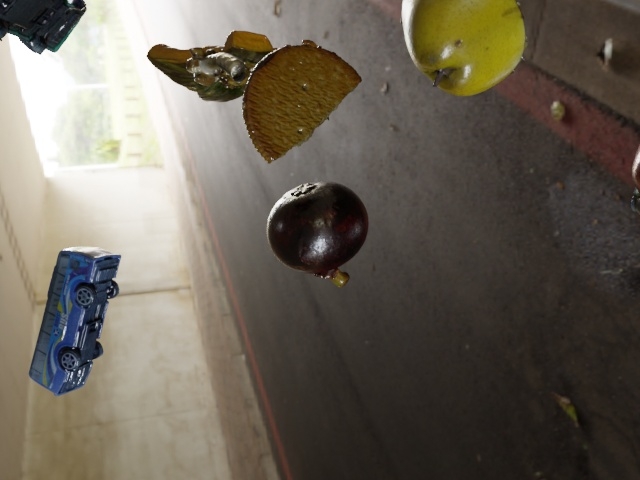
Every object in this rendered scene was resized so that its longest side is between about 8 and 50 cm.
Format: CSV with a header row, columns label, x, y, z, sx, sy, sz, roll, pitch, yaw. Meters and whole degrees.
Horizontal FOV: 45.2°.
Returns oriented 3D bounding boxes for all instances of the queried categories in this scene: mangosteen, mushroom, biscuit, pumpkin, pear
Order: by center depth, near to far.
label,x,y,z,sx,sy,sz,roll,pitch,yaw
biscuit,-0.039,-0.207,1.078,0.126,0.206,0.025,48,154,-9
mushroom,-0.163,-0.272,1.206,0.187,0.061,0.060,25,110,61
pear,0.246,-0.374,1.446,0.178,0.266,0.267,-51,-25,-46
pumpkin,-0.165,-0.363,1.576,0.258,0.290,0.095,16,-117,-71
mangosteen,0.000,0.000,1.732,0.235,0.235,0.262,-132,21,-67

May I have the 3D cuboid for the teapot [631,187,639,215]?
label,x,y,z,sx,sy,sz,roll,pitch,yaw
teapot,0.703,-0.085,1.654,0.057,0.066,0.088,22,138,47

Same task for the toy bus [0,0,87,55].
label,x,y,z,sx,sy,sz,roll,pitch,yaw
toy bus,-0.345,-0.277,0.857,0.091,0.109,0.262,-51,4,3

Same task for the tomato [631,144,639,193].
label,x,y,z,sx,sy,sz,roll,pitch,yaw
tomato,0.677,-0.139,1.458,0.151,0.187,0.187,-9,86,45

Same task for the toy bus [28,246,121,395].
label,x,y,z,sx,sy,sz,roll,pitch,yaw
toy bus,-0.388,0.122,1.209,0.079,0.094,0.237,-21,-50,-73
